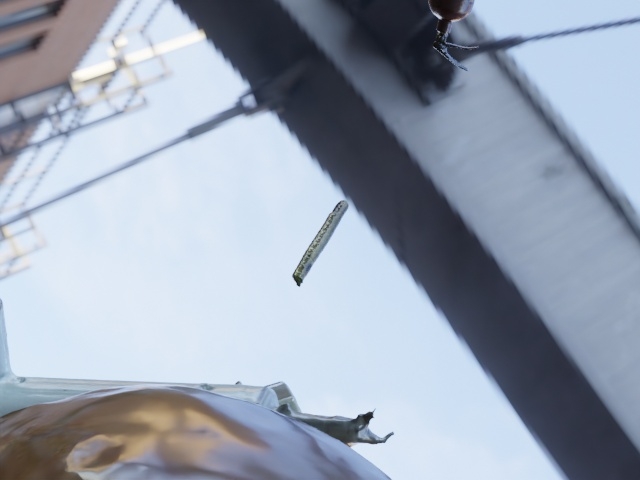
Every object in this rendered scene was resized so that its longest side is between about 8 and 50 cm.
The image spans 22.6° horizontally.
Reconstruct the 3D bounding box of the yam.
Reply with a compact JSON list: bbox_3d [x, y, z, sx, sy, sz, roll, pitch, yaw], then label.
[{"bbox_3d":[0.000,0.000,1.391,0.014,0.107,0.014,17,-42,16],"label":"yam"}]

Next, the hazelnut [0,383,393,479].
[{"bbox_3d":[-0.063,0.251,0.734,0.366,0.366,0.366,24,-54,38],"label":"hazelnut"}]

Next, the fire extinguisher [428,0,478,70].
[{"bbox_3d":[0.075,-0.147,0.868,0.046,0.032,0.100,-118,-142,-61],"label":"fire extinguisher"}]

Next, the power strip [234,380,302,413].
[{"bbox_3d":[-0.017,0.185,1.188,0.075,0.042,0.175,-149,-139,-80],"label":"power strip"}]

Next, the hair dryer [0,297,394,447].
[{"bbox_3d":[-0.130,0.125,1.015,0.357,0.107,0.173,1,-70,15],"label":"hair dryer"}]
